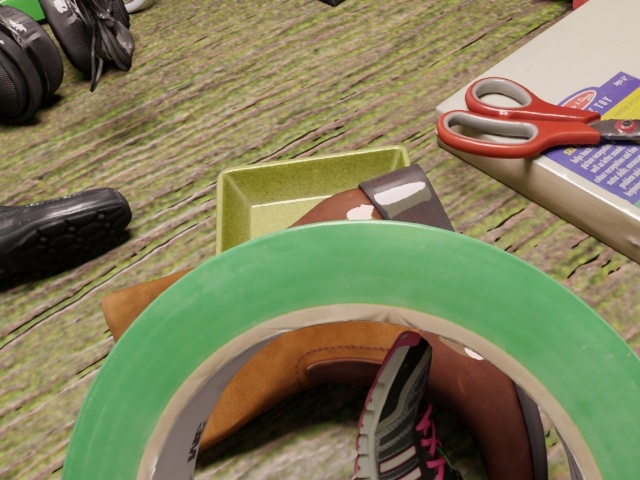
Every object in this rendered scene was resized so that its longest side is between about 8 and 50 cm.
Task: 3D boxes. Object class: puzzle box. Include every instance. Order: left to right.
[{"bbox_3d":[0.354,-0.161,0.750,0.409,0.052,0.272,-36,53,-21],"label":"puzzle box"}]

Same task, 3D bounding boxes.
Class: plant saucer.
[{"bbox_3d":[0.000,0.000,0.668,0.188,0.045,0.188,-7,48,2],"label":"plant saucer"}]

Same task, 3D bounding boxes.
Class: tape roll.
[{"bbox_3d":[0.026,0.150,0.384,0.321,0.077,0.321,0,87,10],"label":"tape roll"}]

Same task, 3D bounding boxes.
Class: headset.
[{"bbox_3d":[-0.340,-0.266,0.868,0.243,0.185,0.394,-41,43,-25],"label":"headset"}]

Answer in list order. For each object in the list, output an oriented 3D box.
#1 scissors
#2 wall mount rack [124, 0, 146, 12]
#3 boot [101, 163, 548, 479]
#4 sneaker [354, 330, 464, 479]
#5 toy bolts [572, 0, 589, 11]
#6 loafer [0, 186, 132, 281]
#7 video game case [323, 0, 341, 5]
[{"bbox_3d":[0.257,-0.095,0.662,0.297,0.021,0.109,16,51,21],"label":"scissors"},{"bbox_3d":[-0.250,-0.506,0.990,0.304,0.350,0.130,-5,26,15],"label":"wall mount rack"},{"bbox_3d":[-0.004,0.107,0.532,0.280,0.096,0.264,-25,81,2],"label":"boot"},{"bbox_3d":[0.061,0.141,0.455,0.075,0.170,0.063,10,10,16],"label":"sneaker"},{"bbox_3d":[0.342,-0.415,0.870,0.218,0.158,0.228,35,62,3],"label":"toy bolts"},{"bbox_3d":[-0.295,-0.006,0.700,0.223,0.076,0.078,-22,56,-6],"label":"loafer"},{"bbox_3d":[0.023,-0.474,1.067,0.248,0.035,0.275,36,70,30],"label":"video game case"}]
